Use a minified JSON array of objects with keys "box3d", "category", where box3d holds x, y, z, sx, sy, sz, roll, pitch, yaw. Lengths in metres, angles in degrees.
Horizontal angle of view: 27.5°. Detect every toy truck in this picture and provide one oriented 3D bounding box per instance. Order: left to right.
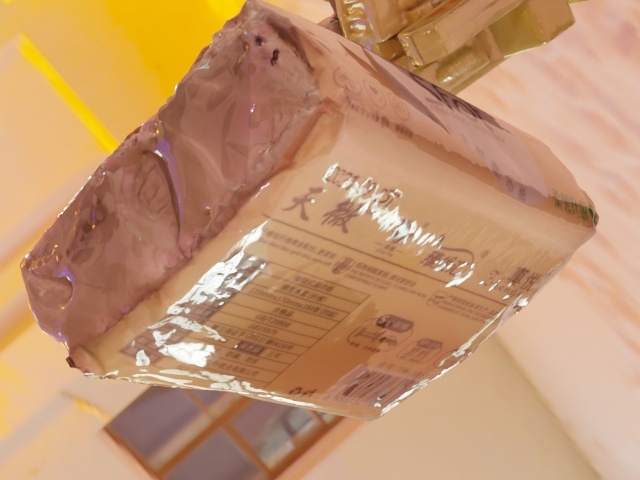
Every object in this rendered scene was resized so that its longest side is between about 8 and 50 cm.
[{"box3d":[0.132,-0.188,0.931,0.157,0.272,0.124,16,135,63],"category":"toy truck"}]

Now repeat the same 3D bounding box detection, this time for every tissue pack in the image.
[{"box3d":[0.000,0.000,0.611,0.222,0.186,0.090,18,-145,-45],"category":"tissue pack"}]
